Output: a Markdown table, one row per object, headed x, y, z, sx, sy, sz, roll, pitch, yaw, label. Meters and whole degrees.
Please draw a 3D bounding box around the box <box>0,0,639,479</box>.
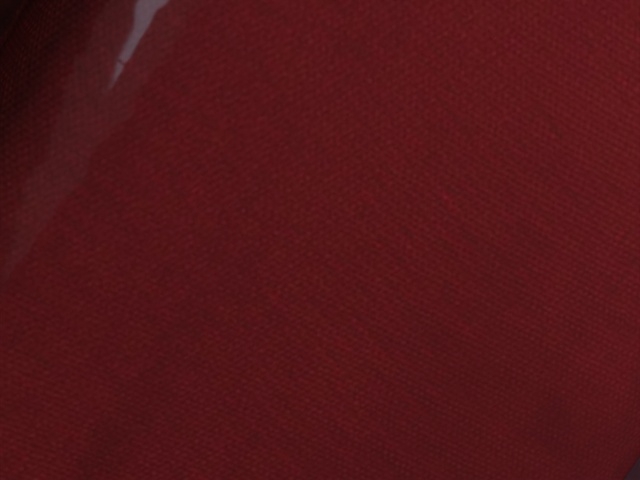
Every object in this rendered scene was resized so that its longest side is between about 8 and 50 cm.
| x | y | z | sx | sy | sz | roll | pitch | yaw | label |
| --- | --- | --- | --- | --- | --- | --- | --- | --- | --- |
| 0.000 | 0.000 | 0.494 | 0.263 | 0.108 | 0.404 | 29 | 101 | -24 | box |
